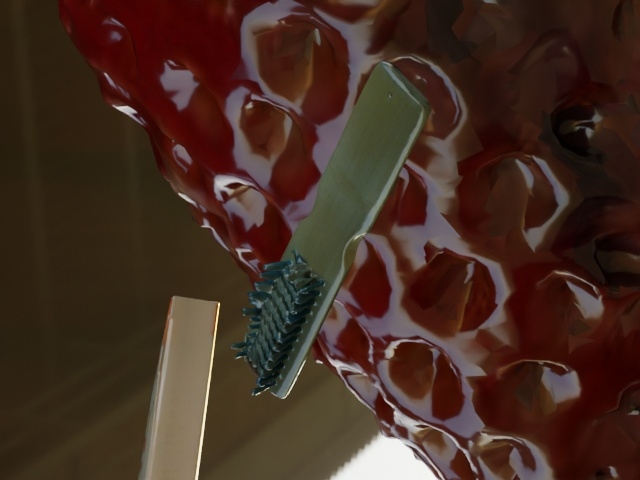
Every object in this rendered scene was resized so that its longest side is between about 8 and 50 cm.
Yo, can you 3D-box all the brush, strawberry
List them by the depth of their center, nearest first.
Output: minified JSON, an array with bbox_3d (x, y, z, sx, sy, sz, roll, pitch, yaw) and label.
[{"bbox_3d":[0.000,0.000,0.377,0.013,0.016,0.083,-13,-38,-43],"label":"brush"},{"bbox_3d":[0.047,-0.047,0.485,0.150,0.253,0.280,-127,51,-77],"label":"strawberry"}]

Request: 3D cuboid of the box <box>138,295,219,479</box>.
[{"bbox_3d":[-0.134,0.216,1.570,0.273,0.048,0.265,112,165,-65],"label":"box"}]
